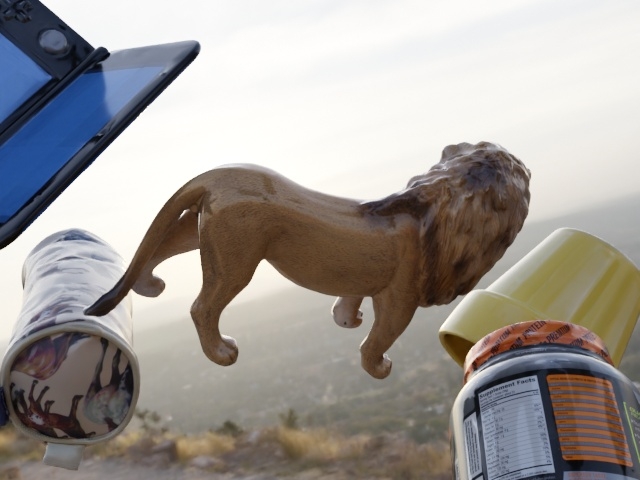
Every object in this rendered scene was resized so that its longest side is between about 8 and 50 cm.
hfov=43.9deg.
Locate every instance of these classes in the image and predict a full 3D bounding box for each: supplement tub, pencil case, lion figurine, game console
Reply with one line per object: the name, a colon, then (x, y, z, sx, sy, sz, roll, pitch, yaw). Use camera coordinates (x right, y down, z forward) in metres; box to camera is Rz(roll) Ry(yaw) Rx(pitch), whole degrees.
supplement tub: (0.219, 0.240, 0.727, 0.194, 0.193, 0.315, -15, 41, 19)
pencil case: (-0.332, 0.117, 1.064, 0.160, 0.183, 0.410, 24, 10, -22)
lion figurine: (0.000, 0.000, 0.734, 0.393, 0.142, 0.240, 4, -53, -26)
game console: (-0.304, -0.142, 0.725, 0.293, 0.250, 0.173, -55, 11, -32)

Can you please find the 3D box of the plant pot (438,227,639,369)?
plant pot: (0.342, 0.122, 1.160, 0.239, 0.254, 0.254, -49, 7, -12)
